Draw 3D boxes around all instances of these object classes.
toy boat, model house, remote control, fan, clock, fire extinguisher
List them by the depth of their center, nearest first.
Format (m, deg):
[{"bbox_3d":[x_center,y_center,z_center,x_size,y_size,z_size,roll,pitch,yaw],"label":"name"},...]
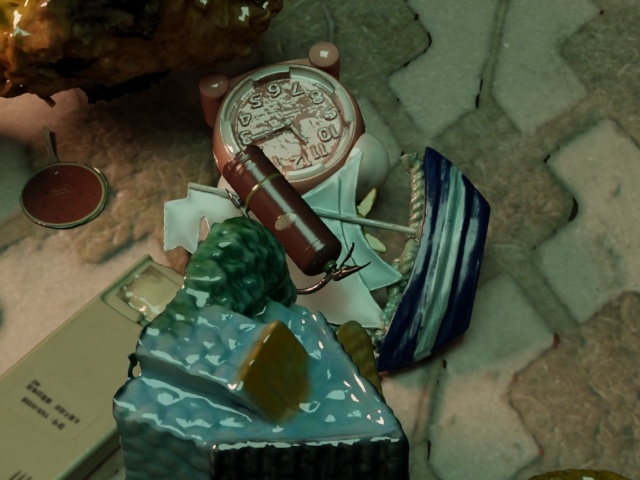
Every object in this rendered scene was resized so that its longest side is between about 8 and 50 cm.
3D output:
[{"bbox_3d":[-0.006,0.150,1.510,0.241,0.261,0.226,22,53,19],"label":"model house"},{"bbox_3d":[-0.198,0.124,1.687,0.123,0.038,0.285,30,54,22],"label":"remote control"},{"bbox_3d":[-0.029,-0.010,1.702,0.157,0.078,0.045,49,20,20],"label":"fire extinguisher"},{"bbox_3d":[0.000,0.000,1.732,0.291,0.067,0.220,12,70,1],"label":"toy boat"},{"bbox_3d":[-0.028,-0.088,1.837,0.166,0.093,0.162,-15,60,-6],"label":"clock"},{"bbox_3d":[-0.252,-0.062,1.863,0.085,0.005,0.133,-14,52,-11],"label":"fan"}]

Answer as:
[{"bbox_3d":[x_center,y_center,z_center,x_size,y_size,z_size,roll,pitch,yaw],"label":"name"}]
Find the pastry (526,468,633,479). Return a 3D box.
[{"bbox_3d":[0.202,0.275,1.505,0.189,0.103,0.188,0,49,0],"label":"pastry"}]

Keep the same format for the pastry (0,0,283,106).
[{"bbox_3d":[-0.203,-0.283,1.843,0.337,0.292,0.405,8,21,27],"label":"pastry"}]
